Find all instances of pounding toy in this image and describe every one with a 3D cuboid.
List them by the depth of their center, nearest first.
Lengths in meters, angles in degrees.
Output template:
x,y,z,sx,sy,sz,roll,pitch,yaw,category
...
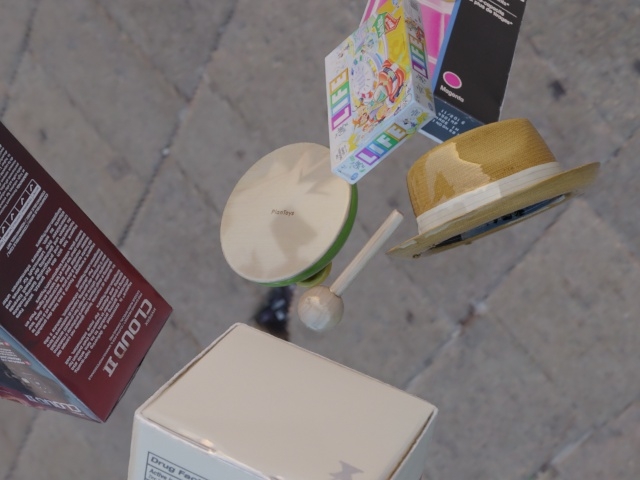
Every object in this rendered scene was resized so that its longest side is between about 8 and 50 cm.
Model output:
x,y,z,sx,sy,sz,roll,pitch,yaw,category
0.000,0.000,1.687,0.237,0.183,0.110,41,-178,42,pounding toy

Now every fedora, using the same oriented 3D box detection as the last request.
x,y,z,sx,sy,sz,roll,pitch,yaw,category
0.134,-0.048,1.188,0.194,0.194,0.079,-30,79,54,fedora

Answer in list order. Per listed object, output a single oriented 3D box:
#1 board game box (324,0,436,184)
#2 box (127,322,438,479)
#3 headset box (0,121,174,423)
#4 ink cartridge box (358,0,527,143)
x,y,z,sx,sy,sz,roll,pitch,yaw,category
0.049,-0.135,1.251,0.026,0.154,0.103,30,127,-29,board game box
-0.035,0.195,0.891,0.148,0.127,0.232,22,122,17,box
-0.265,0.013,1.043,0.218,0.110,0.293,7,147,41,headset box
0.146,-0.265,1.682,0.175,0.371,0.069,28,133,-10,ink cartridge box
